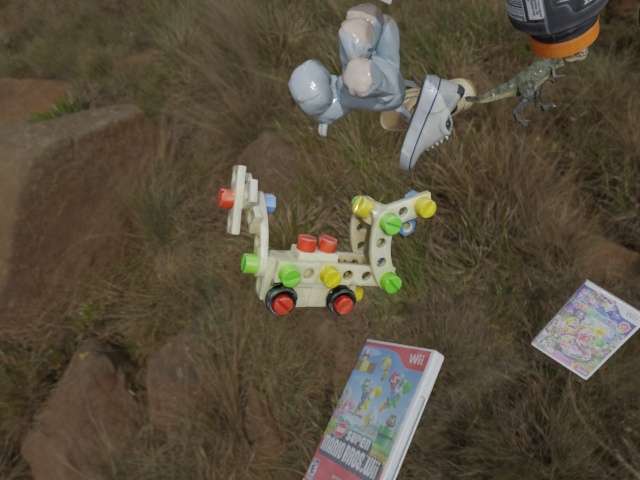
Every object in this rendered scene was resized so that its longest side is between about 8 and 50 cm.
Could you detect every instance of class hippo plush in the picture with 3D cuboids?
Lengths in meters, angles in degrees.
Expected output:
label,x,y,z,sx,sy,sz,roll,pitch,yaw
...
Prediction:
label,x,y,z,sx,sy,sz,roll,pitch,yaw
hippo plush,0.062,-0.378,1.128,0.236,0.294,0.235,-8,76,35

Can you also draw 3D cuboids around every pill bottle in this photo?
label,x,y,z,sx,sy,sz,roll,pitch,yaw
pill bottle,0.289,-0.353,0.614,0.130,0.246,0.131,-19,46,21

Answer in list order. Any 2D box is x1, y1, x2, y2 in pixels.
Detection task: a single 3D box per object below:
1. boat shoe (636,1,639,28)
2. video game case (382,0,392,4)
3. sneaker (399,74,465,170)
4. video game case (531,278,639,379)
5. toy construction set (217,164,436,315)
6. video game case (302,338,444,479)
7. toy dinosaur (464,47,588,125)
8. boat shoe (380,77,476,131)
label,x,y,z,sx,sy,sz,roll,pitch,yaw
boat shoe,0.684,-0.475,1.016,0.056,0.152,0.049,-7,50,34
video game case,0.068,-0.578,0.888,0.232,0.210,0.042,22,41,-3
sneaker,0.231,-0.232,1.049,0.091,0.258,0.094,17,62,3
video game case,0.362,0.123,0.671,0.087,0.011,0.122,34,118,12
toy construction set,0.000,0.000,0.757,0.151,0.327,0.215,-111,33,-67
video game case,0.083,0.308,0.834,0.204,0.025,0.285,-10,48,62
toy dinosaur,0.460,-0.328,1.092,0.268,0.118,0.064,-26,19,6
boat shoe,0.294,-0.391,1.479,0.341,0.122,0.110,-9,30,52
